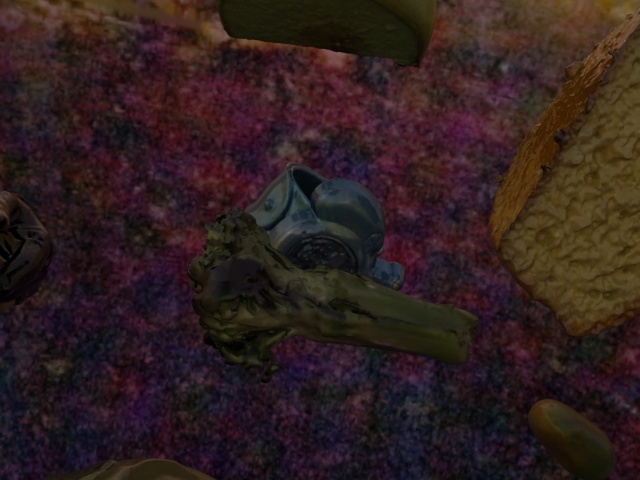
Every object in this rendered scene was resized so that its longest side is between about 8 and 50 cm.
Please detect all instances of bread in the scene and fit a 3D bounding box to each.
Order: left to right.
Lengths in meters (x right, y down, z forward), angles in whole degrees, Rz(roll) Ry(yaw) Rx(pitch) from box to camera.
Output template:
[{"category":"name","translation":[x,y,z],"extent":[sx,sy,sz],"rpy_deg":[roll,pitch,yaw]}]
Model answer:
[{"category":"bread","translation":[0.300,-0.079,0.796],"extent":[0.194,0.340,0.179],"rpy_deg":[30,12,-8]}]

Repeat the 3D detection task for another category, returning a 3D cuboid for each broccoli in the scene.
[{"category":"broccoli","translation":[0.014,0.067,0.814],"extent":[0.304,0.164,0.145],"rpy_deg":[15,55,5]}]

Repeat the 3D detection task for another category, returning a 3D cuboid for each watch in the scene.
[{"category":"watch","translation":[0.000,0.000,1.003],"extent":[0.211,0.210,0.193],"rpy_deg":[9,26,-7]}]

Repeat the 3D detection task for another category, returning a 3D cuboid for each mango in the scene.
[{"category":"mango","translation":[0.388,0.303,1.218],"extent":[0.191,0.085,0.122],"rpy_deg":[47,5,-27]}]

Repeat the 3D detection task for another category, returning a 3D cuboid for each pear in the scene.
[{"category":"pear","translation":[0.023,-0.460,1.205],"extent":[0.343,0.317,0.238],"rpy_deg":[10,-18,8]}]

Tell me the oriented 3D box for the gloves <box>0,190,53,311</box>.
[{"category":"gloves","translation":[-0.485,0.021,1.174],"extent":[0.153,0.197,0.301],"rpy_deg":[14,21,-5]}]

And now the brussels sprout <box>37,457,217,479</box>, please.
[{"category":"brussels sprout","translation":[-0.251,0.400,0.879],"extent":[0.276,0.371,0.315],"rpy_deg":[32,9,-20]}]
